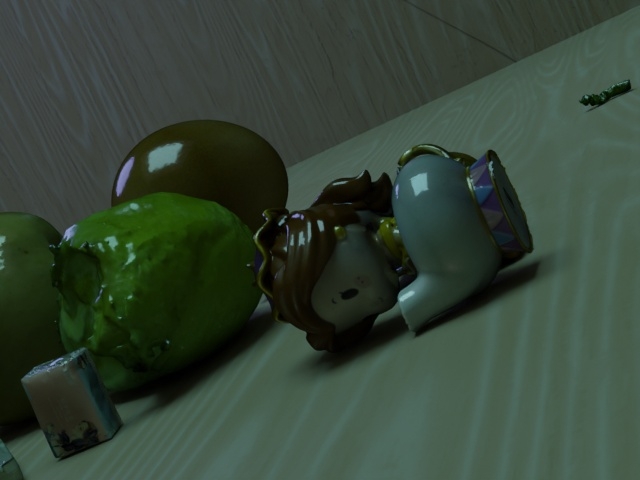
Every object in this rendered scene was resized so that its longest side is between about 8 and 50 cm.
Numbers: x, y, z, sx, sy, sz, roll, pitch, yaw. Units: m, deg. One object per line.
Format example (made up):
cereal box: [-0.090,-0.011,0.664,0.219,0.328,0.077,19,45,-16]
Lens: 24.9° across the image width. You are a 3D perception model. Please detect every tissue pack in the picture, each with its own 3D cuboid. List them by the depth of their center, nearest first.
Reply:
tissue pack: [-0.256,0.165,1.494,0.074,0.094,0.059,-23,7,14]

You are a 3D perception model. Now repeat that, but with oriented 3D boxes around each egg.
egg: [-0.189,-0.073,2.356,0.322,0.250,0.250,-22,3,-44]

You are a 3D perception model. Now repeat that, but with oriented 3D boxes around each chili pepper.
chili pepper: [0.423,-0.217,2.161,0.083,0.022,0.027,-22,6,2]

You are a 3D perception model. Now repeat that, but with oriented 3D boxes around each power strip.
power strip: [-0.347,0.239,1.534,0.047,0.030,0.191,-29,8,-16]

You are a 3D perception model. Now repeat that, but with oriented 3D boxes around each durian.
durian: [-0.185,0.051,1.666,0.340,0.204,0.256,-32,-2,-46]

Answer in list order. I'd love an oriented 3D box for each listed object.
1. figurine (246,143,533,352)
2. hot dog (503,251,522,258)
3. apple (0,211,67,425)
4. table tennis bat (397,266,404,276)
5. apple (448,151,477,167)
figurine: [0.055,0.008,1.335,0.263,0.142,0.189,-21,47,17]
hot dog: [0.165,-0.001,1.443,0.062,0.038,0.144,-26,7,0]
apple: [-0.386,0.098,1.820,0.262,0.262,0.262,-26,7,3]
table tennis bat: [0.105,0.002,1.547,0.138,0.022,0.246,-41,4,-25]
apple: [0.155,-0.060,1.698,0.090,0.089,0.074,-24,25,17]
